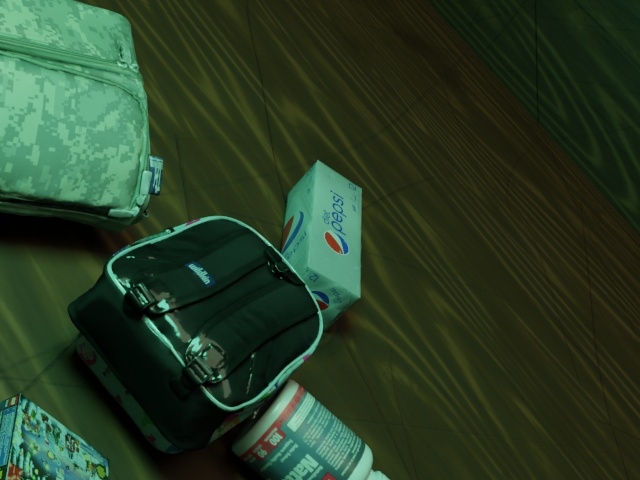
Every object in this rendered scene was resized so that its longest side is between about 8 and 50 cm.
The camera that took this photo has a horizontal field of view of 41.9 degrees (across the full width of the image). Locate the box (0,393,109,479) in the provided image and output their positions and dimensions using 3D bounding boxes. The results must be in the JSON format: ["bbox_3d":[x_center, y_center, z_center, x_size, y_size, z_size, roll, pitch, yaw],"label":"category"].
[{"bbox_3d":[-0.245,0.214,0.764,0.137,0.027,0.094,55,18,-42],"label":"box"}]

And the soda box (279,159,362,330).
[{"bbox_3d":[0.000,0.000,1.304,0.098,0.091,0.286,31,33,-20],"label":"soda box"}]

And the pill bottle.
[{"bbox_3d":[-0.003,0.257,0.965,0.180,0.108,0.108,41,31,-1],"label":"pill bottle"}]

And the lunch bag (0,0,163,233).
[{"bbox_3d":[-0.355,-0.141,0.984,0.305,0.212,0.256,7,62,-43],"label":"lunch bag"}]

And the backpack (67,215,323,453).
[{"bbox_3d":[-0.129,0.097,0.941,0.225,0.191,0.253,48,39,6],"label":"backpack"}]
